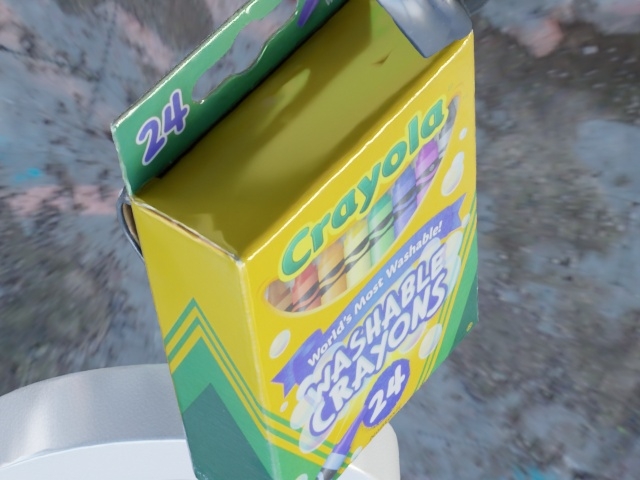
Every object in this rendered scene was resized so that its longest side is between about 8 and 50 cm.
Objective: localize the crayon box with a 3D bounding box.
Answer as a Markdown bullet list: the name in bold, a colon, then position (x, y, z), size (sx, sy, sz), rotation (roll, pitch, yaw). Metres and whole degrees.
- **crayon box**: position (0.000, 0.000, 1.061), size (0.083, 0.323, 0.203), rotation (29, 59, 27)

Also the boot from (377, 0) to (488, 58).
- **boot**: position (0.134, -0.342, 0.793), size (0.445, 0.146, 0.367), rotation (-30, 82, 7)

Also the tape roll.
- **tape roll**: position (-0.124, 0.215, 1.605), size (0.392, 0.392, 0.072), rotation (0, 62, -4)

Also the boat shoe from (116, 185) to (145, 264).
- **boat shoe**: position (-0.083, 0.040, 1.273), size (0.084, 0.079, 0.233), rotation (6, 130, 27)
